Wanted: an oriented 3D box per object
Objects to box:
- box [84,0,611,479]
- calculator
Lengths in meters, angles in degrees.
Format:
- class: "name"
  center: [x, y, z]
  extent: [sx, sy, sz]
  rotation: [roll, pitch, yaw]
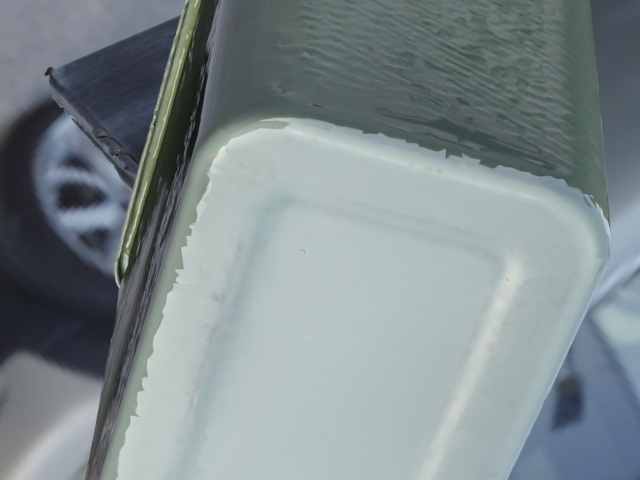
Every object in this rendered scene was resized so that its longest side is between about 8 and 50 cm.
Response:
- class: "box"
  center: [0.000, 0.000, 0.892]
  extent: [0.344, 0.177, 0.352]
  rotation: [-83, -169, -55]
- class: "calculator"
  center: [-0.026, -0.117, 1.193]
  extent: [0.261, 0.161, 0.021]
  rotation: [-24, 126, -16]
